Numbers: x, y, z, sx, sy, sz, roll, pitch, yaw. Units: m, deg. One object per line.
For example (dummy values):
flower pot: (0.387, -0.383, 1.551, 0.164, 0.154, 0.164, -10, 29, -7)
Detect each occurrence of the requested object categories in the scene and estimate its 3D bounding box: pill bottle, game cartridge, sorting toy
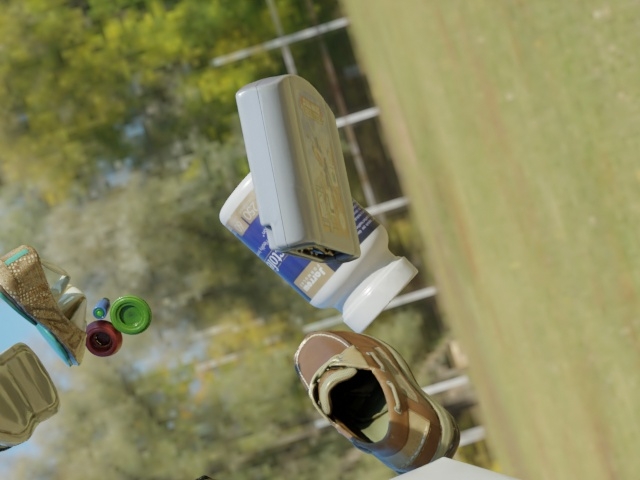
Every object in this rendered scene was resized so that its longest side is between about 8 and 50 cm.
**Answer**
pill bottle: (0.000, 0.000, 2.396, 0.265, 0.153, 0.153, 42, -179, 4)
game cartridge: (-0.020, -0.079, 1.871, 0.297, 0.062, 0.198, 15, -113, -77)
sorting toy: (-0.247, 0.095, 2.053, 0.061, 0.102, 0.042, 47, -162, -12)

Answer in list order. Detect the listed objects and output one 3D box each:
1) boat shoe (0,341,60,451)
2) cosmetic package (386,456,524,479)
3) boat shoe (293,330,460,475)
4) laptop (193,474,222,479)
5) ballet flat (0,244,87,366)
boat shoe: (-0.274, 0.128, 1.318, 0.095, 0.079, 0.254, 58, -175, -1)
cosmetic package: (0.038, 0.354, 1.517, 0.156, 0.385, 0.217, 8, 109, 50)
boat shoe: (0.050, 0.188, 2.130, 0.120, 0.122, 0.324, 27, -176, -34)
laptop: (-0.195, 0.385, 1.945, 0.136, 0.234, 0.264, 54, -170, -32)
ballet flat: (-0.278, 0.068, 1.769, 0.073, 0.067, 0.206, 41, 170, 27)
